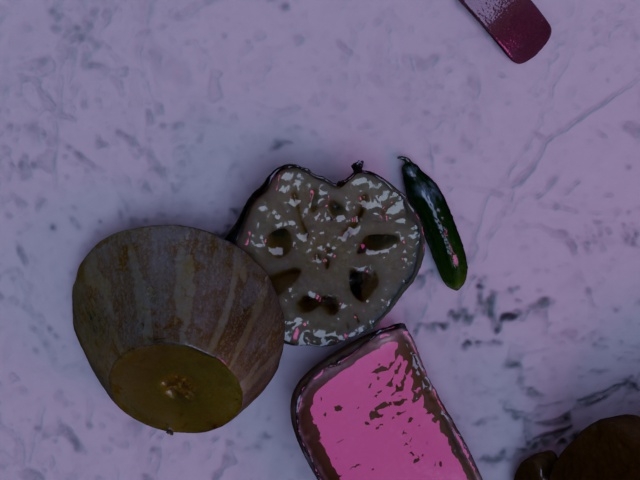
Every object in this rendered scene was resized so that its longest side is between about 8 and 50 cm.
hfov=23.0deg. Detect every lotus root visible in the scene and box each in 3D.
[{"bbox_3d":[-0.002,0.003,1.554,0.183,0.078,0.203,34,107,-17],"label":"lotus root"}]

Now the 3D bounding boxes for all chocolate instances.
[{"bbox_3d":[0.060,0.218,1.608,0.161,0.083,0.261,-29,106,-18],"label":"chocolate"}]

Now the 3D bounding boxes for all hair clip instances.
[{"bbox_3d":[0.173,-0.235,1.554,0.054,0.022,0.137,-43,104,0],"label":"hair clip"}]

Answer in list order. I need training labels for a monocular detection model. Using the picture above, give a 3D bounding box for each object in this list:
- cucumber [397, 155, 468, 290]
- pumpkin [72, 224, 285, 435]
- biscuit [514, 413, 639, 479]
[{"bbox_3d":[0.117,-0.019,1.587,0.037,0.037,0.155,-24,105,-2],"label":"cucumber"},{"bbox_3d":[-0.144,0.103,1.510,0.217,0.110,0.217,2,120,3],"label":"pumpkin"},{"bbox_3d":[0.300,0.338,1.573,0.063,0.314,0.367,-11,133,-28],"label":"biscuit"}]
